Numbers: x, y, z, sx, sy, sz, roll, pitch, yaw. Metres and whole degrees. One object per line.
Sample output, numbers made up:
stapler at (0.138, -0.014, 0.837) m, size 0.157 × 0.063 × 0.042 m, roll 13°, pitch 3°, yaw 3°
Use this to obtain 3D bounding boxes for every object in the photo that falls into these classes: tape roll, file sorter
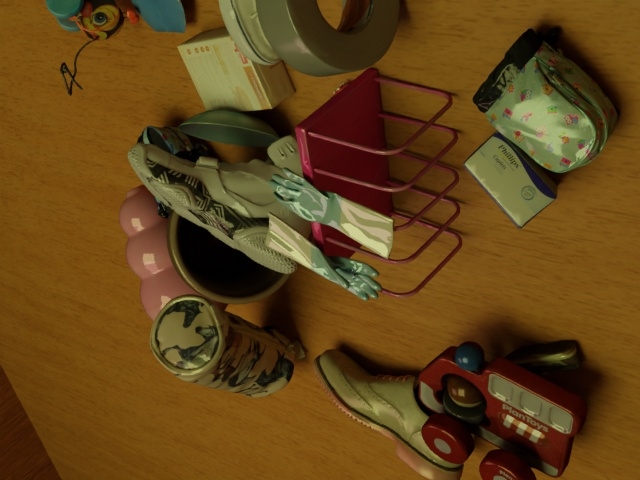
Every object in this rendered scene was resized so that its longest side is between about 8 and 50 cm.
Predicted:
tape roll at (0.012, -0.348, 1.449) m, size 0.072 × 0.219 × 0.219 m, roll 1°, pitch 123°, yaw 49°
file sorter at (0.109, -0.086, 1.608) m, size 0.182 × 0.202 × 0.291 m, roll 19°, pitch 135°, yaw 32°

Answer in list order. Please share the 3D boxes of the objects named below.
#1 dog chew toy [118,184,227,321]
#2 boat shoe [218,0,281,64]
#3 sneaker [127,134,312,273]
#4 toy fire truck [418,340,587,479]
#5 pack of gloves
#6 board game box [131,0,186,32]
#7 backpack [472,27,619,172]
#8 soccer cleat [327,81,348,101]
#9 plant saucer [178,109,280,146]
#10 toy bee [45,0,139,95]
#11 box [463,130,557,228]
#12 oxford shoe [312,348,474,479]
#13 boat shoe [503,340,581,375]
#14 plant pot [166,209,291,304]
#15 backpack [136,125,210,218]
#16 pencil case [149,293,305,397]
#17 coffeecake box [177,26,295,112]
dog chew toy at (-0.335, 0.033, 2.225) m, size 0.206 × 0.206 × 0.332 m, roll -19°, pitch 100°, yaw 54°
boat shoe at (-0.067, -0.442, 1.545) m, size 0.156 × 0.136 × 0.367 m, roll 14°, pitch 123°, yaw 36°
sneaker at (-0.153, -0.114, 1.826) m, size 0.366 × 0.210 × 0.137 m, roll 33°, pitch 166°, yaw -1°
toy fire truck at (0.308, 0.286, 1.747) m, size 0.302 × 0.169 × 0.254 m, roll 28°, pitch 143°, yaw 27°
pack of gloves at (0.000, 0.000, 1.588) m, size 0.232 × 0.046 × 0.195 m, roll 27°, pitch 140°, yaw 22°
board game box at (-0.295, -0.452, 1.863) m, size 0.168 × 0.033 × 0.133 m, roll 15°, pitch 137°, yaw 48°
backpack at (0.308, -0.178, 1.366) m, size 0.182 × 0.115 × 0.152 m, roll 41°, pitch 137°, yaw 5°
soccer cleat at (0.035, -0.237, 1.699) m, size 0.035 × 0.029 × 0.083 m, roll 40°, pitch 149°, yaw -1°
plant saucer at (-0.162, -0.210, 1.856) m, size 0.195 × 0.195 × 0.037 m, roll 4°, pitch 83°, yaw 47°
toy bee at (-0.437, -0.448, 1.941) m, size 0.195 × 0.162 × 0.298 m, roll -114°, pitch 11°, yaw -76°
box at (0.276, -0.094, 1.457) m, size 0.072 × 0.137 × 0.126 m, roll -42°, pitch 88°, yaw 16°
oxford shoe at (0.152, 0.317, 2.035) m, size 0.397 × 0.140 × 0.146 m, roll 34°, pitch 112°, yaw 29°
boat shoe at (0.374, 0.207, 1.710) m, size 0.152 × 0.056 × 0.049 m, roll -16°, pitch 104°, yaw 53°
plant pot at (-0.196, -0.005, 2.012) m, size 0.263 × 0.263 × 0.229 m, roll 57°, pitch 161°, yaw -10°
backpack at (-0.300, -0.156, 2.070) m, size 0.173 × 0.117 × 0.158 m, roll 59°, pitch 145°, yaw 10°
pencil case at (-0.190, 0.223, 2.095) m, size 0.160 × 0.183 × 0.410 m, roll 57°, pitch -171°, yaw 24°
coffeecake box at (-0.152, -0.306, 1.804) m, size 0.185 × 0.068 × 0.142 m, roll 3°, pitch 125°, yaw 47°
